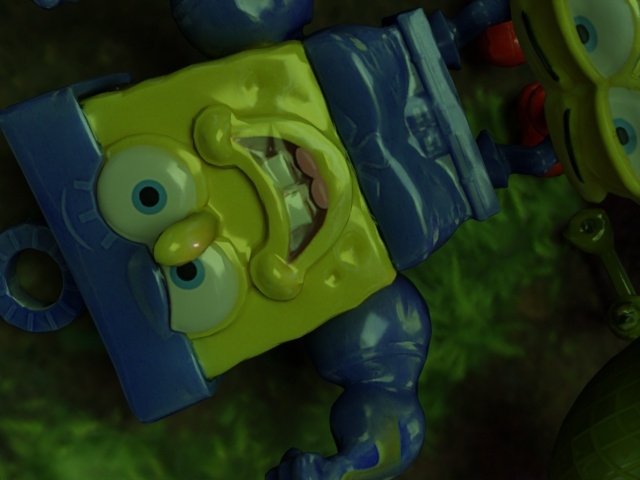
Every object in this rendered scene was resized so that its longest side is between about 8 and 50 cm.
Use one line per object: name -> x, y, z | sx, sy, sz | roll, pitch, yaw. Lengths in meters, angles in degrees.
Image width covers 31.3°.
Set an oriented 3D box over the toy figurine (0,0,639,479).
toy figurine -> 0.000, 0.000, 0.396 | 0.217, 0.191, 0.362 | -21, 102, 5
